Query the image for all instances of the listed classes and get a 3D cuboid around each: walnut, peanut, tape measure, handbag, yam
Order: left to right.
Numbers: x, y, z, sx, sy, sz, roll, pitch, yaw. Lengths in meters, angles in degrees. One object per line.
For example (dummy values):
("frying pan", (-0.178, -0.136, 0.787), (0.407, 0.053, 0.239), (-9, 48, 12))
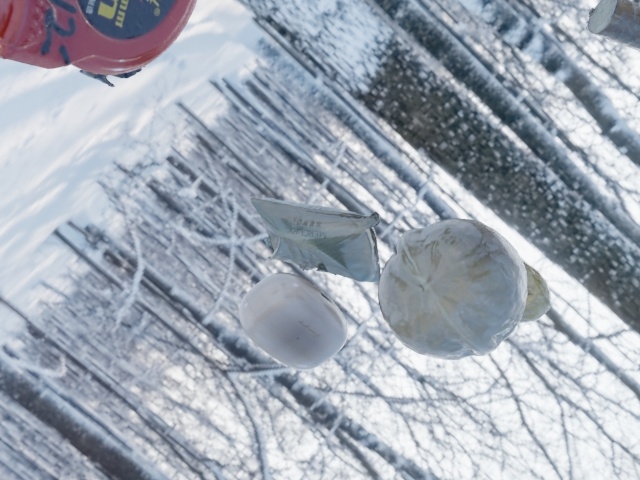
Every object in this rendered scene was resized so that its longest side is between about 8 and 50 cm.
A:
("tape measure", (-0.242, -0.289, 0.825), (0.260, 0.114, 0.253), (0, 114, -59))
("handbag", (0.000, 0.000, 1.506), (0.270, 0.182, 0.117), (9, -138, 24))
("walnut", (0.127, 0.047, 0.752), (0.140, 0.140, 0.162), (-45, 164, 13))
("peanut", (0.223, 0.055, 1.128), (0.226, 0.108, 0.095), (17, -106, 33))
("yam", (0.544, -0.378, 1.384), (0.084, 0.127, 0.084), (-161, -90, -77))

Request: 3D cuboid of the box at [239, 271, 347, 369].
("box", (-0.045, 0.140, 1.358), (0.146, 0.200, 0.088), (-39, -149, 13))
